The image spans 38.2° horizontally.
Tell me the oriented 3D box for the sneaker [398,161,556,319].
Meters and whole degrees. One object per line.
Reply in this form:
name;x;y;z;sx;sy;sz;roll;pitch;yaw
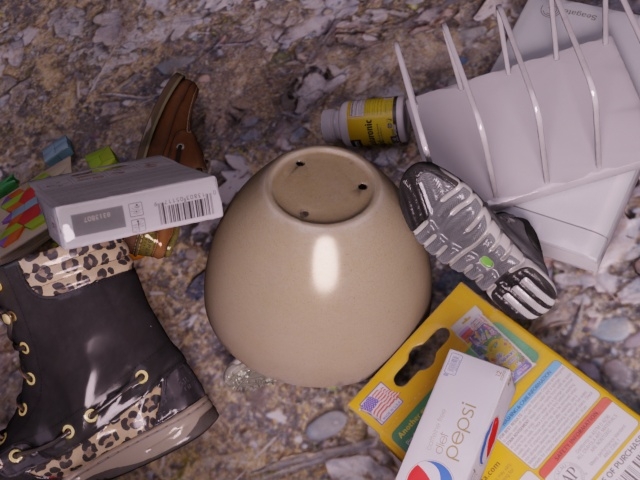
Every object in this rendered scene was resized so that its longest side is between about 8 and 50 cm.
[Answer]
sneaker;0.182;-0.016;1.076;0.086;0.228;0.132;-38;12;27

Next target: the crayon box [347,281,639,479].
crayon box;0.216;0.221;1.018;0.203;0.083;0.323;-46;60;-8

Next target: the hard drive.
hard drive;0.313;-0.153;1.203;0.233;0.047;0.353;20;71;26

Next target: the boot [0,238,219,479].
boot;-0.345;0.169;1.119;0.377;0.138;0.284;-22;92;2

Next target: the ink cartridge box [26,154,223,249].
ink cartridge box;-0.245;-0.052;1.130;0.189;0.066;0.232;-14;12;-23

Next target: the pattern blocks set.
pattern blocks set;-0.408;-0.040;1.312;0.285;0.026;0.325;-40;35;-8

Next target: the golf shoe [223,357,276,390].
golf shoe;-0.054;0.120;1.172;0.176;0.069;0.086;-31;52;-11

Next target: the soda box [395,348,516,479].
soda box;0.129;0.227;0.951;0.069;0.074;0.216;18;71;25

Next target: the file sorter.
file sorter;0.241;-0.174;1.109;0.278;0.173;0.192;-17;60;9

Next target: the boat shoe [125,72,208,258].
boat shoe;-0.215;-0.103;1.322;0.104;0.110;0.307;19;59;-6

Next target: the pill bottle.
pill bottle;0.062;-0.163;1.276;0.116;0.065;0.065;-3;63;17

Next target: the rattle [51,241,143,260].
rattle;-0.315;0.101;1.279;0.130;0.143;0.199;-19;71;44

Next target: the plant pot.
plant pot;0.000;0.000;1.086;0.284;0.191;0.284;1;48;-1
